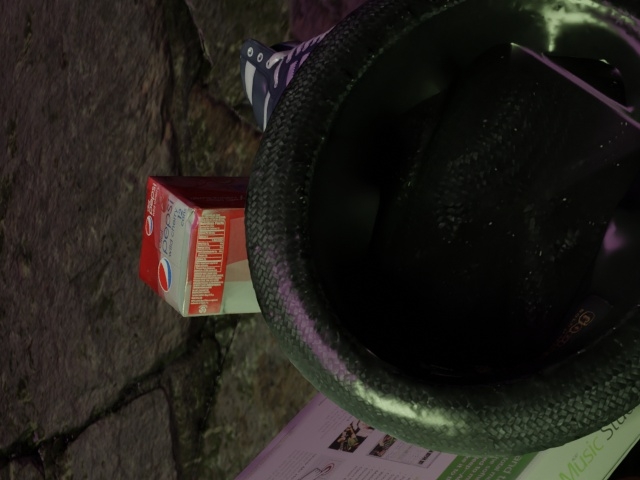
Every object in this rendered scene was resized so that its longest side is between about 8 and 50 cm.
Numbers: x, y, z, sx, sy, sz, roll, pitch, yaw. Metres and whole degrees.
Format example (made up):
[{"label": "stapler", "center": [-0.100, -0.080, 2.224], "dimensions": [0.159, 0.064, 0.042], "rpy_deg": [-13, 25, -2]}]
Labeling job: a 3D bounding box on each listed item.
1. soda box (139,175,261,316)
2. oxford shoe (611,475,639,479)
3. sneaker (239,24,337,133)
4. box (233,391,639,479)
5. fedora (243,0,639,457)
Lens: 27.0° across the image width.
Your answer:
[{"label": "soda box", "center": [0.000, 0.000, 1.020], "dimensions": [0.092, 0.263, 0.083], "rpy_deg": [33, 119, 56]}, {"label": "oxford shoe", "center": [0.136, 0.315, 0.914], "dimensions": [0.348, 0.123, 0.130], "rpy_deg": [-58, 48, 33]}, {"label": "sneaker", "center": [0.010, -0.158, 1.163], "dimensions": [0.282, 0.099, 0.153], "rpy_deg": [-59, 45, 49]}, {"label": "box", "center": [0.072, 0.155, 0.957], "dimensions": [0.058, 0.232, 0.322], "rpy_deg": [53, 157, -16]}, {"label": "fedora", "center": [0.116, -0.016, 0.861], "dimensions": [0.152, 0.334, 0.334], "rpy_deg": [73, -177, -70]}]
